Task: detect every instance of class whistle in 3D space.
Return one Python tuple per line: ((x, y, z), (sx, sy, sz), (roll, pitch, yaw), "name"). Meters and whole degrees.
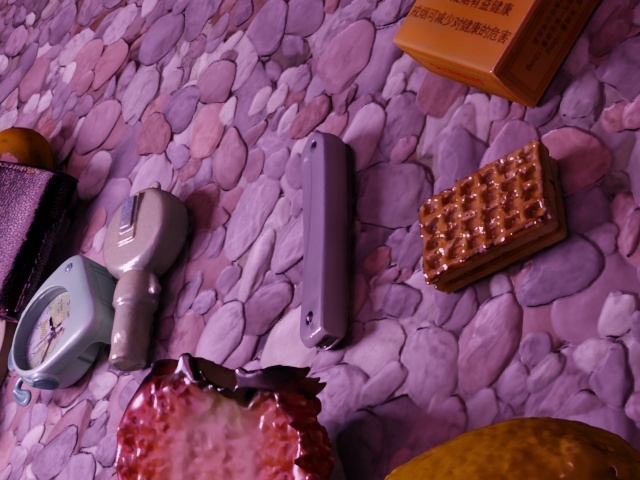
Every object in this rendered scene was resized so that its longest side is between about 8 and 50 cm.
((-0.222, 0.036, 1.603), (0.126, 0.067, 0.258), (-23, 51, 39), "whistle")

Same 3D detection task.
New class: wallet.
((-0.479, -0.010, 1.830), (0.262, 0.071, 0.221), (10, 78, 29), "wallet")

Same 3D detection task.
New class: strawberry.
((-0.086, 0.263, 1.239), (0.233, 0.137, 0.307), (1, 83, 31), "strawberry")

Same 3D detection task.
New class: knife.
((0.002, -0.001, 1.397), (0.073, 0.040, 0.266), (-39, 40, 41), "knife")

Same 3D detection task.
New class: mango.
((-0.443, -0.092, 1.923), (0.111, 0.089, 0.163), (-18, 58, 29), "mango")

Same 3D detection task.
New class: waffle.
((0.159, -0.020, 1.226), (0.148, 0.042, 0.102), (-30, 44, 33), "waffle")

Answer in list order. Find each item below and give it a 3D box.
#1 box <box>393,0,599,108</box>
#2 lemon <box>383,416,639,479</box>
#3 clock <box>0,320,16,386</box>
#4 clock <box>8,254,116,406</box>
((0.211, -0.283, 1.326), (0.174, 0.076, 0.274), (30, 89, 52), "box")
((0.136, 0.249, 0.898), (0.319, 0.245, 0.245), (-32, 42, 10), "lemon")
((-0.510, 0.180, 1.862), (0.235, 0.029, 0.235), (-28, 45, 32), "clock")
((-0.332, 0.120, 1.671), (0.188, 0.060, 0.148), (-44, 40, 18), "clock")
